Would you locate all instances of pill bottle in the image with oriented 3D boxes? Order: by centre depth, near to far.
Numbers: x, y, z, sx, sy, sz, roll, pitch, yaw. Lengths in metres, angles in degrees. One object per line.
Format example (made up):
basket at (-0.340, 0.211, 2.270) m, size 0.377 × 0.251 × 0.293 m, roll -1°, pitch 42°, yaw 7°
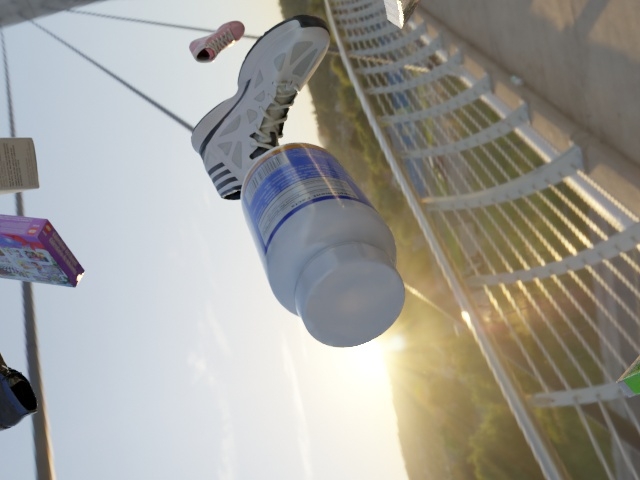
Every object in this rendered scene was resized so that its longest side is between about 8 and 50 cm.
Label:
pill bottle at (0.000, 0.000, 0.763) m, size 0.272 × 0.152 × 0.152 m, roll -119°, pitch 8°, yaw -55°

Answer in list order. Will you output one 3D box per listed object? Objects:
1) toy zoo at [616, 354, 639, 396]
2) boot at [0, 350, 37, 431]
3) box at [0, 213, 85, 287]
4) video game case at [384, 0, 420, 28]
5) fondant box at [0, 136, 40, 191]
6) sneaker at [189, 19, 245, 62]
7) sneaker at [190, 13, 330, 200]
toy zoo at (0.547, 0.104, 0.858) m, size 0.030 × 0.192 × 0.293 m, roll 51°, pitch 147°, yaw 13°
boot at (-0.649, 0.275, 1.329) m, size 0.082 × 0.106 × 0.219 m, roll -9°, pitch -101°, yaw -66°
box at (-0.732, 0.019, 1.512) m, size 0.201 × 0.293 × 0.057 m, roll 78°, pitch -158°, yaw -52°
video game case at (0.188, -0.495, 1.102) m, size 0.041 × 0.232 × 0.210 m, roll 34°, pitch -170°, yaw 5°
fondant box at (-0.679, -0.109, 1.052) m, size 0.330 × 0.238 × 0.096 m, roll -11°, pitch -84°, yaw -53°
sneaker at (-0.222, -0.430, 1.408) m, size 0.070 × 0.134 × 0.051 m, roll -110°, pitch -5°, yaw -47°
sneaker at (-0.096, -0.252, 1.404) m, size 0.169 × 0.447 × 0.258 m, roll 5°, pitch -129°, yaw -47°
